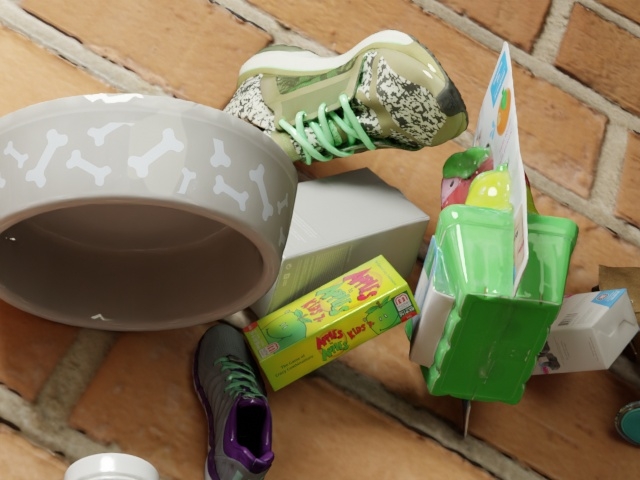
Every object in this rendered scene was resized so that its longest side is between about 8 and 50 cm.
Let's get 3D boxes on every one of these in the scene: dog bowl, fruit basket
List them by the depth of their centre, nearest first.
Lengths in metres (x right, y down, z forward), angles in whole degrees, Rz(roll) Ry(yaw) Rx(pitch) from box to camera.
[{"bbox_3d":[-0.194,-0.012,1.376,0.348,0.349,0.102,10,60,-23],"label":"dog bowl"},{"bbox_3d":[0.179,-0.001,1.593,0.165,0.327,0.353,2,48,-9],"label":"fruit basket"}]

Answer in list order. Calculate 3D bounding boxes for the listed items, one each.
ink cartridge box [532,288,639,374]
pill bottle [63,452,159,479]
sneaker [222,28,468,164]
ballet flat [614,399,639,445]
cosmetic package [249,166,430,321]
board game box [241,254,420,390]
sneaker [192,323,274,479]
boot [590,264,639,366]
[{"bbox_3d":[0.289,0.117,1.689,0.104,0.181,0.062,-36,110,-46],"label":"ink cartridge box"},{"bbox_3d":[-0.191,0.308,1.228,0.121,0.121,0.216,13,46,-20],"label":"pill bottle"},{"bbox_3d":[0.006,-0.134,1.632,0.182,0.410,0.158,-47,118,-27],"label":"sneaker"},{"bbox_3d":[0.446,0.232,1.728,0.188,0.070,0.070,16,45,-20],"label":"ballet flat"},{"bbox_3d":[0.000,0.000,1.625,0.238,0.107,0.127,-11,41,-39],"label":"cosmetic package"},{"bbox_3d":[0.010,0.089,1.507,0.181,0.043,0.092,-28,24,-5],"label":"board game box"},{"bbox_3d":[-0.079,0.167,1.441,0.083,0.098,0.224,9,48,-24],"label":"sneaker"},{"bbox_3d":[0.408,0.115,1.751,0.115,0.112,0.305,16,22,0],"label":"boot"}]
